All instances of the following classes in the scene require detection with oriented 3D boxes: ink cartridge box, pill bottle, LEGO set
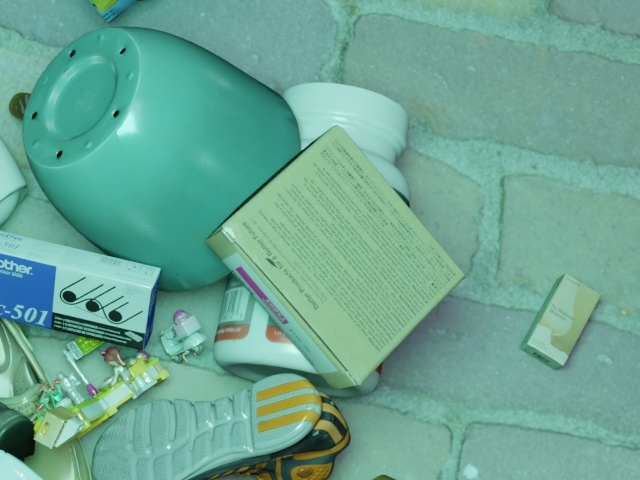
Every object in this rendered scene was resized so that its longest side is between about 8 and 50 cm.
[{"bbox_3d":[-0.298,0.059,1.567,0.207,0.097,0.046,14,34,1],"label":"ink cartridge box"},{"bbox_3d":[0.017,0.020,1.508,0.193,0.088,0.235,-42,97,-21],"label":"ink cartridge box"},{"bbox_3d":[0.000,0.000,1.667,0.210,0.210,0.363,13,75,-6],"label":"pill bottle"},{"bbox_3d":[-0.275,0.161,1.601,0.107,0.132,0.287,54,40,4],"label":"LEGO set"}]

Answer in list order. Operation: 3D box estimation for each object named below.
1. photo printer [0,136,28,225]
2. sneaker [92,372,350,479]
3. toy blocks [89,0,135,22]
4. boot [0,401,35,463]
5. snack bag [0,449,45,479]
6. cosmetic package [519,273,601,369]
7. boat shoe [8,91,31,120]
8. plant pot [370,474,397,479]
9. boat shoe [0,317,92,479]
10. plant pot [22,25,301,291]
[{"bbox_3d":[-0.540,-0.058,1.648,0.256,0.107,0.307,45,74,4],"label":"photo printer"},{"bbox_3d":[-0.111,0.271,1.632,0.321,0.180,0.125,-13,55,21],"label":"sneaker"},{"bbox_3d":[-0.223,-0.392,1.676,0.261,0.381,0.191,-39,86,0],"label":"toy blocks"},{"bbox_3d":[-0.449,0.239,1.587,0.229,0.263,0.091,32,28,26],"label":"boot"},{"bbox_3d":[-0.295,0.415,1.309,0.342,0.037,0.323,36,79,16],"label":"snack bag"},{"bbox_3d":[0.322,0.109,1.779,0.060,0.041,0.115,30,74,0],"label":"cosmetic package"},{"bbox_3d":[-0.339,-0.157,1.736,0.135,0.045,0.050,24,84,0],"label":"boat shoe"},{"bbox_3d":[0.122,0.415,1.598,0.237,0.237,0.254,-41,70,-16],"label":"plant pot"},{"bbox_3d":[-0.364,0.211,1.615,0.109,0.098,0.302,-22,81,-13],"label":"boat shoe"},{"bbox_3d":[-0.208,-0.118,1.579,0.293,0.235,0.293,-18,56,28],"label":"plant pot"}]
